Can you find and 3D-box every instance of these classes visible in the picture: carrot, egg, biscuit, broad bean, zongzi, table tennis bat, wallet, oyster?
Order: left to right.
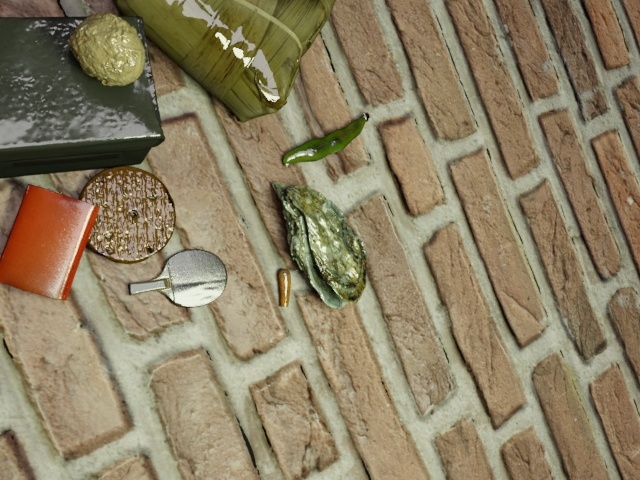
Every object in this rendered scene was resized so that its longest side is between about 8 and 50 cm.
[{"bbox_3d":[-0.541,0.004,1.128,0.142,0.045,0.204,19,84,-12],"label":"wallet"},{"bbox_3d":[-0.373,-0.336,1.001,0.140,0.116,0.118,38,90,12],"label":"egg"},{"bbox_3d":[-0.414,-0.056,1.218,0.212,0.036,0.212,4,81,-24],"label":"biscuit"},{"bbox_3d":[-0.312,0.089,1.261,0.221,0.019,0.130,-9,87,-28],"label":"table tennis bat"},{"bbox_3d":[-0.218,-0.580,1.277,0.500,0.218,0.466,38,59,-28],"label":"zongzi"},{"bbox_3d":[-0.086,0.113,1.361,0.032,0.032,0.093,1,86,-26],"label":"carrot"},{"bbox_3d":[-0.004,-0.003,1.366,0.350,0.158,0.162,56,23,-2],"label":"oyster"},{"bbox_3d":[0.029,-0.251,1.453,0.298,0.043,0.060,-31,86,-26],"label":"broad bean"}]

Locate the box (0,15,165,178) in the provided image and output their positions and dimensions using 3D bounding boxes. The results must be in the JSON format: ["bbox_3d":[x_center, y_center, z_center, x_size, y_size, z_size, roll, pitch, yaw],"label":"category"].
[{"bbox_3d":[-0.511,-0.275,1.104,0.345,0.204,0.251,-10,88,-26],"label":"box"}]
